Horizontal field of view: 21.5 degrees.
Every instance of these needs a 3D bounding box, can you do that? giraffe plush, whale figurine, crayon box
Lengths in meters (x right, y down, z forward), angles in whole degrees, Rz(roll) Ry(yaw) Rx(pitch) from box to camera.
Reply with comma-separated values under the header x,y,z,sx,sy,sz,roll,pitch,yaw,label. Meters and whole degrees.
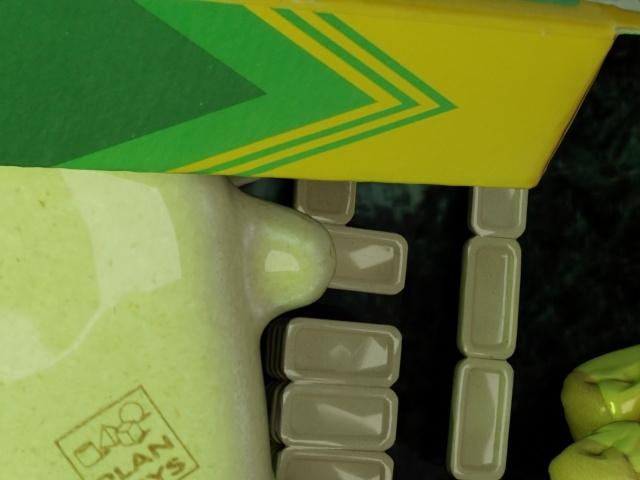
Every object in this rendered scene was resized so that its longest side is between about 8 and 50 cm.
x,y,z,sx,sy,sz,roll,pitch,yaw,label
0.220,0.138,0.844,0.210,0.181,0.170,-43,127,-50,giraffe plush
-0.090,0.053,0.685,0.216,0.141,0.272,-35,106,-2,whale figurine
-0.032,-0.116,0.646,0.323,0.203,0.083,1,132,-29,crayon box

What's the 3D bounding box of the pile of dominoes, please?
x,y,z,sx,sy,sz,roll,pitch,yaw,label
0.000,0.000,0.792,0.196,0.040,0.251,6,86,-21,pile of dominoes
